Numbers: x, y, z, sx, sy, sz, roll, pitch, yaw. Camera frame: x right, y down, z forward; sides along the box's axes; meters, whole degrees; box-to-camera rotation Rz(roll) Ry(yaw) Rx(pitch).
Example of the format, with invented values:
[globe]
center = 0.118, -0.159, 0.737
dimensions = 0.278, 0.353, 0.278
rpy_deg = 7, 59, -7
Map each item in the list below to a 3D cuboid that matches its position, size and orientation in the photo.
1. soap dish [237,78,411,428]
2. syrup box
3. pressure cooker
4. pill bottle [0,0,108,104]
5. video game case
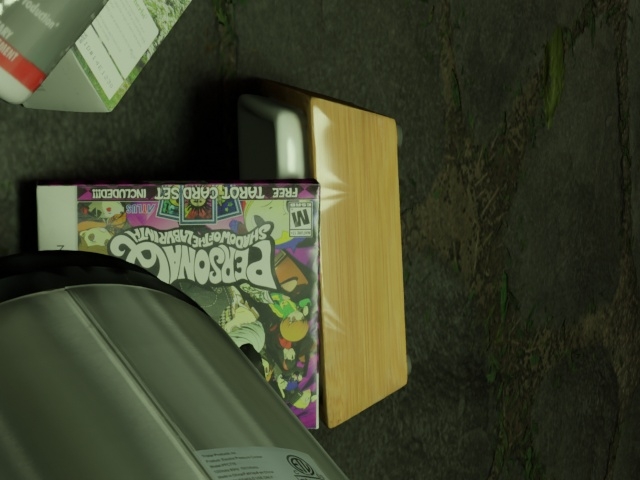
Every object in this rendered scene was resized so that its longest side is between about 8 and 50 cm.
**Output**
[soap dish]
center = 0.000, 0.000, 1.321
dimensions = 0.118, 0.229, 0.290
rpy_deg = -6, 101, -12
[syrup box]
center = -0.166, -0.218, 1.150
dimensions = 0.236, 0.096, 0.093
rpy_deg = -61, 142, -32
[pressure cooker]
center = -0.162, 0.213, 0.944
dimensions = 0.376, 0.420, 0.370
rpy_deg = -36, 140, -10
[pill bottle]
center = -0.181, -0.247, 0.974
dimensions = 0.283, 0.161, 0.161
rpy_deg = -52, 141, -2
[video game case]
center = -0.116, 0.054, 1.174
dimensions = 0.042, 0.232, 0.210
rpy_deg = -129, -140, -78
